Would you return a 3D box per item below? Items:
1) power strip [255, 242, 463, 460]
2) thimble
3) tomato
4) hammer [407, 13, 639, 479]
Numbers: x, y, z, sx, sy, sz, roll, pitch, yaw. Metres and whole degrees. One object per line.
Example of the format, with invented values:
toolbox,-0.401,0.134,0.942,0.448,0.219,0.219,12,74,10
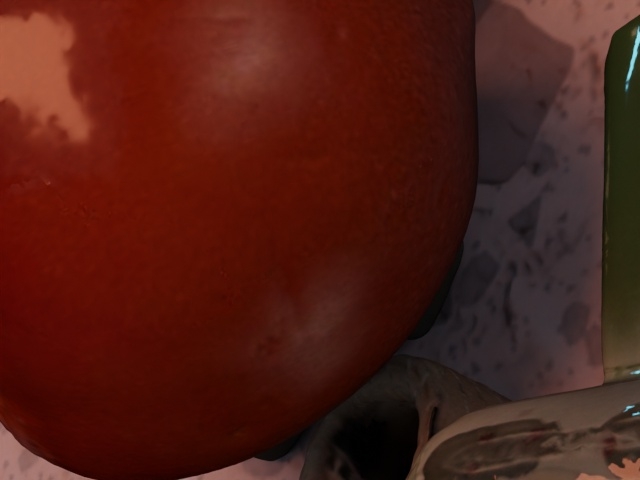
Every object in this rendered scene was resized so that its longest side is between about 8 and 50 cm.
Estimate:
power strip,0.000,-0.001,1.107,0.194,0.059,0.265,19,85,51
thimble,0.049,0.121,0.961,0.102,0.090,0.115,-4,67,47
tomato,-0.068,-0.049,0.945,0.321,0.321,0.321,-25,53,38
hammer,0.151,0.028,0.874,0.206,0.119,0.335,-10,51,25
